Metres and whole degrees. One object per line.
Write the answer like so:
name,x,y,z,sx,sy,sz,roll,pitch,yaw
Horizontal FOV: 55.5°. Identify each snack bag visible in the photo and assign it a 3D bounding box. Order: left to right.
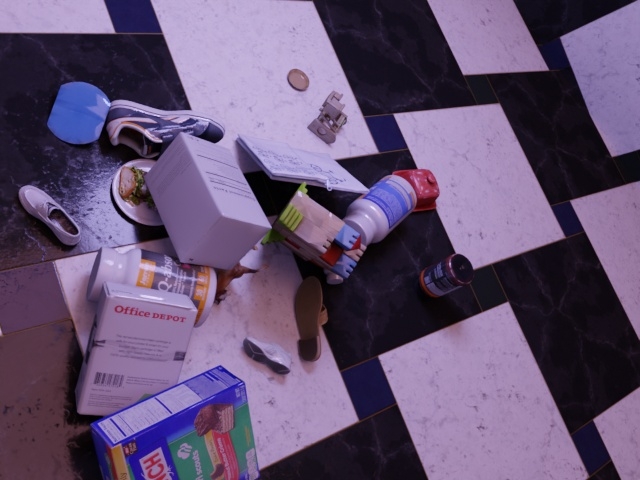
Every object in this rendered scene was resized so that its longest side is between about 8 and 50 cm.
snack bag,-0.049,-0.229,1.819,0.343,0.037,0.323,7,24,-30

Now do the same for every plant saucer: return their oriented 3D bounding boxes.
plant saucer,-0.077,-0.550,2.088,0.083,0.015,0.083,14,62,-27

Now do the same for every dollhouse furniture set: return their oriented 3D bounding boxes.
dollhouse furniture set,0.067,-0.440,2.035,0.101,0.161,0.182,37,54,-12

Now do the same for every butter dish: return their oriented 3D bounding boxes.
butter dish,0.356,-0.194,2.129,0.160,0.118,0.159,-8,73,-35

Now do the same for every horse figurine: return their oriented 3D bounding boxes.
horse figurine,-0.241,0.021,1.647,0.066,0.174,0.263,14,51,-55

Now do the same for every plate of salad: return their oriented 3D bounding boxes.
plate of salad,-0.454,-0.135,1.636,0.200,0.048,0.199,14,61,-26

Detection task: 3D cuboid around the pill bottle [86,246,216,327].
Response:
pill bottle,-0.408,0.110,1.479,0.279,0.162,0.162,16,61,-26

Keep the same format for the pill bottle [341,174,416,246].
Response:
pill bottle,0.177,-0.086,1.945,0.152,0.152,0.272,52,52,-1

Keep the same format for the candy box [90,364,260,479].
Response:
candy box,-0.306,0.466,1.332,0.317,0.122,0.268,-20,113,-35

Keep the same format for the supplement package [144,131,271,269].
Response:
supplement package,-0.289,-0.097,1.546,0.175,0.177,0.293,14,39,-51

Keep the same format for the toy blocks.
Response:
toy blocks,0.000,0.000,1.651,0.261,0.381,0.190,35,80,-5

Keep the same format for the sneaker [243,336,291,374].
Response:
sneaker,-0.141,0.299,1.634,0.152,0.054,0.061,37,39,-16

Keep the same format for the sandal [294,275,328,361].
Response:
sandal,-0.017,0.227,1.740,0.079,0.088,0.240,28,57,-57

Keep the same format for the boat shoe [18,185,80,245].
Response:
boat shoe,-0.651,-0.066,1.469,0.184,0.063,0.066,52,52,-2

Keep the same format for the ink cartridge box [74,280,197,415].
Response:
ink cartridge box,-0.412,0.246,1.359,0.198,0.115,0.272,14,98,-27

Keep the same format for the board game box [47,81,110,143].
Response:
board game box,-0.637,-0.333,1.616,0.133,0.033,0.168,17,81,-10

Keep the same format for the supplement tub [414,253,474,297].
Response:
supplement tub,0.390,0.120,1.952,0.106,0.198,0.106,13,63,-27

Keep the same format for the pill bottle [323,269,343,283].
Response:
pill bottle,0.041,0.068,1.840,0.067,0.067,0.120,11,63,-28

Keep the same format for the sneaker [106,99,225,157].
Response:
sneaker,-0.424,-0.288,1.681,0.321,0.126,0.127,5,60,-18
